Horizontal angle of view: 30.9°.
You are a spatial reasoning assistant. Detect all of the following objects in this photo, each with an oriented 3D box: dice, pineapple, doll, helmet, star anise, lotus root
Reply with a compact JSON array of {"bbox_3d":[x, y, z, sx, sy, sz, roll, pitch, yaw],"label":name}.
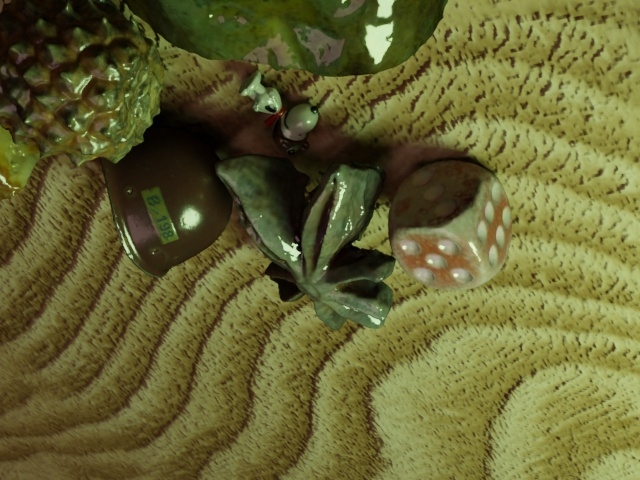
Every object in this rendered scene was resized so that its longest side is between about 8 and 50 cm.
[{"bbox_3d":[0.123,-0.014,1.093,0.091,0.093,0.094,0,139,31],"label":"dice"},{"bbox_3d":[-0.248,-0.160,1.081,0.193,0.166,0.166,17,145,9],"label":"pineapple"},{"bbox_3d":[-0.042,-0.121,1.104,0.085,0.040,0.058,25,133,-8],"label":"doll"},{"bbox_3d":[-0.149,-0.059,1.186,0.106,0.155,0.175,-20,102,12],"label":"helmet"},{"bbox_3d":[0.000,-0.003,1.157,0.198,0.110,0.257,25,151,30],"label":"star anise"},{"bbox_3d":[-0.036,-0.258,0.829,0.267,0.149,0.260,15,145,9],"label":"lotus root"}]

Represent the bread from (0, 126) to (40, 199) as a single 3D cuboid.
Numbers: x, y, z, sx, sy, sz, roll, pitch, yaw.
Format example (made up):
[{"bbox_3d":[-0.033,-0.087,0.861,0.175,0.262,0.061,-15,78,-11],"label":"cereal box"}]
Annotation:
[{"bbox_3d":[-0.445,-0.160,1.239,0.185,0.114,0.274,-6,133,36],"label":"bread"}]
